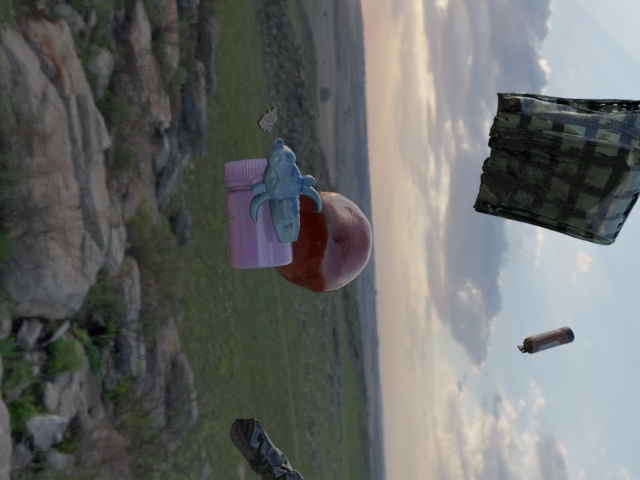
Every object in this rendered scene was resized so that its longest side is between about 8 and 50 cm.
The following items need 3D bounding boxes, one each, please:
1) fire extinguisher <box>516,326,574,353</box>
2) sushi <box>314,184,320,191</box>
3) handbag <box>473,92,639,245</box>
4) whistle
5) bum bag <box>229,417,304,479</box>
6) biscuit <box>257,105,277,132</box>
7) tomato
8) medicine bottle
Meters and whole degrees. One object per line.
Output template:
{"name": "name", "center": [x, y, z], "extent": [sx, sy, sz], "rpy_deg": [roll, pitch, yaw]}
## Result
{"name": "fire extinguisher", "center": [0.614, 0.279, 1.727], "extent": [0.062, 0.177, 0.050], "rpy_deg": [178, -99, -71]}
{"name": "sushi", "center": [-0.048, -0.069, 2.510], "extent": [0.140, 0.149, 0.287], "rpy_deg": [-57, 139, -67]}
{"name": "handbag", "center": [0.504, -0.153, 1.308], "extent": [0.325, 0.326, 0.163], "rpy_deg": [81, 27, -56]}
{"name": "whistle", "center": [-0.091, -0.119, 1.543], "extent": [0.093, 0.180, 0.269], "rpy_deg": [-133, -146, -65]}
{"name": "bum bag", "center": [-0.146, 0.667, 1.858], "extent": [0.340, 0.144, 0.095], "rpy_deg": [52, 43, 6]}
{"name": "biscuit", "center": [-0.157, -0.349, 1.829], "extent": [0.092, 0.016, 0.082], "rpy_deg": [-30, 144, -52]}
{"name": "tomato", "center": [0.000, 0.000, 2.027], "extent": [0.290, 0.293, 0.325], "rpy_deg": [-48, -124, 34]}
{"name": "medicine bottle", "center": [-0.171, -0.073, 1.727], "extent": [0.178, 0.178, 0.291], "rpy_deg": [-11, 97, -85]}
